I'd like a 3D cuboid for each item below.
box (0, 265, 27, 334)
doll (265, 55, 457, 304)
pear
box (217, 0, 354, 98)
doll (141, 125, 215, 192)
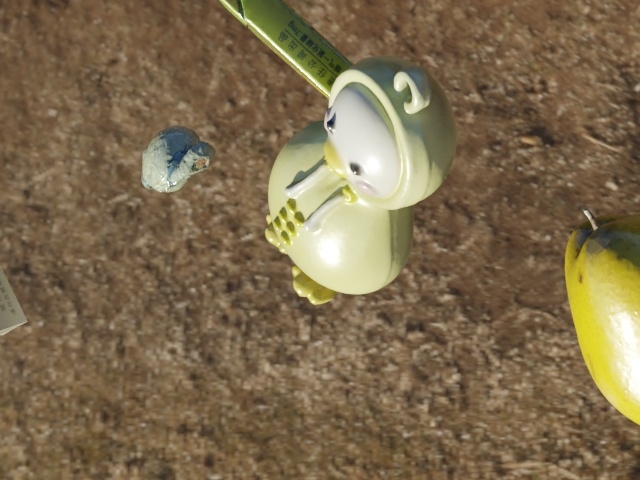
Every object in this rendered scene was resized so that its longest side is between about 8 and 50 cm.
[{"bbox_3d":[-0.374,0.060,1.102,0.048,0.152,0.100,-29,87,21],"label":"box"},{"bbox_3d":[0.024,-0.045,0.821,0.296,0.117,0.141,108,140,-67],"label":"doll"},{"bbox_3d":[0.450,0.091,1.354,0.285,0.336,0.285,-17,37,14],"label":"pear"},{"bbox_3d":[-0.005,-0.183,1.117,0.043,0.311,0.173,-48,9,5],"label":"box"},{"bbox_3d":[-0.227,-0.124,1.675,0.214,0.071,0.103,5,64,58],"label":"doll"}]
